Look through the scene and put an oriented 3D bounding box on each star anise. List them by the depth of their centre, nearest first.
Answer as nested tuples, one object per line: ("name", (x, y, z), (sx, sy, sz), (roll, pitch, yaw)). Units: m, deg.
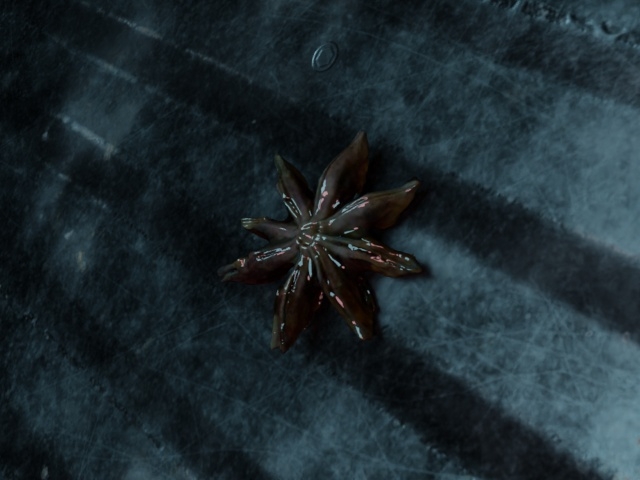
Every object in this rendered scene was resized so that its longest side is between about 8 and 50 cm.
("star anise", (-0.001, 0.000, 1.308), (0.288, 0.088, 0.288), (-10, 66, 22))
